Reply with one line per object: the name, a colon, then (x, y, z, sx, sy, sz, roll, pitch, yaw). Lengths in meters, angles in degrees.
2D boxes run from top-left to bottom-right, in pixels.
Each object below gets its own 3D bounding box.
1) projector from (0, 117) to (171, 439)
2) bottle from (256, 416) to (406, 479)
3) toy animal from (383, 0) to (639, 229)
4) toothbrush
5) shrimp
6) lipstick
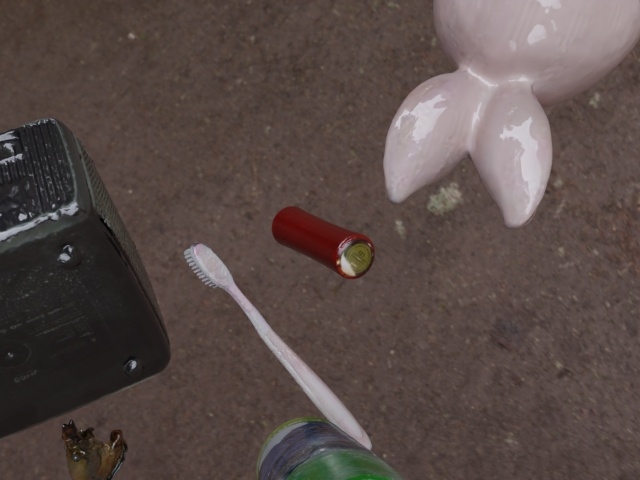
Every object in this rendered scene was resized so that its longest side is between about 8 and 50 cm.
projector: (-0.461, 0.082, 1.188, 0.395, 0.405, 0.242, -21, 49, -7)
bottle: (0.007, 0.182, 0.567, 0.093, 0.330, 0.093, 1, 83, -7)
toy animal: (0.098, -0.108, 0.391, 0.124, 0.124, 0.212, 30, 100, 41)
toothbrush: (-0.042, 0.121, 0.888, 0.030, 0.307, 0.025, -22, 22, 51)
shrimp: (-0.397, 0.342, 1.405, 0.066, 0.262, 0.117, 20, 51, 14)
lipstick: (0.000, 0.000, 1.415, 0.080, 0.080, 0.241, -59, 32, -4)
